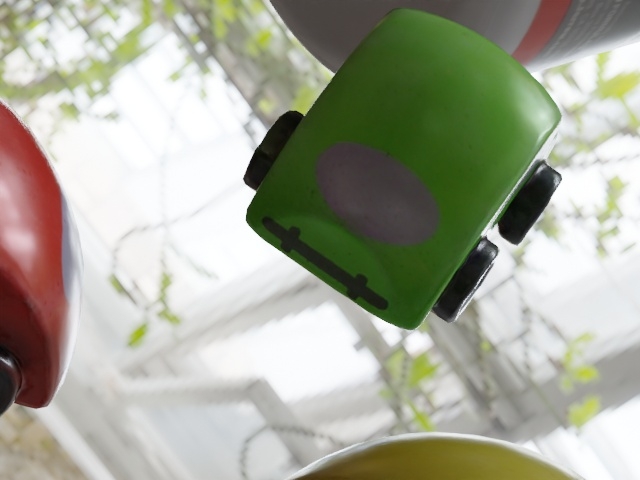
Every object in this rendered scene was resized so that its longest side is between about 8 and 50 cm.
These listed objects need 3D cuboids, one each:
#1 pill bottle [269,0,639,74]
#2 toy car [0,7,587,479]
[{"bbox_3d":[0.153,-0.202,0.887,0.363,0.210,0.210,-19,-178,-33],"label":"pill bottle"},{"bbox_3d":[0.000,0.000,0.405,0.225,0.239,0.053,-48,170,-53],"label":"toy car"}]
